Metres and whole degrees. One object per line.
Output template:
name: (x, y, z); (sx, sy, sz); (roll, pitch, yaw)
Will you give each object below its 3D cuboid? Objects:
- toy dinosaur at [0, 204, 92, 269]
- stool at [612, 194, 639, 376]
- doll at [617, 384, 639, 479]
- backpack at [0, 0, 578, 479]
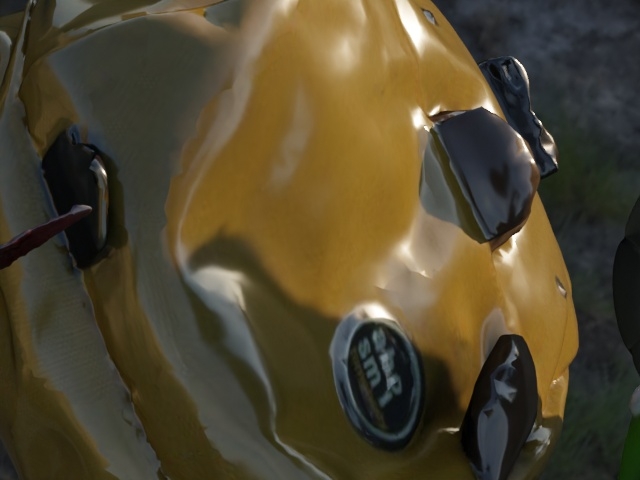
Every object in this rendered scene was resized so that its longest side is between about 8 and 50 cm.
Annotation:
toy dinosaur: (-0.160, 0.034, 0.412); (0.220, 0.108, 0.032); (-21, 79, -13)
stool: (0.151, 0.014, 0.473); (0.110, 0.096, 0.096); (3, 45, -43)
doll: (0.173, 0.058, 0.608); (0.050, 0.190, 0.115); (30, 57, -11)
backpack: (-0.006, 0.000, 0.706); (0.354, 0.201, 0.378); (66, 29, -11)
